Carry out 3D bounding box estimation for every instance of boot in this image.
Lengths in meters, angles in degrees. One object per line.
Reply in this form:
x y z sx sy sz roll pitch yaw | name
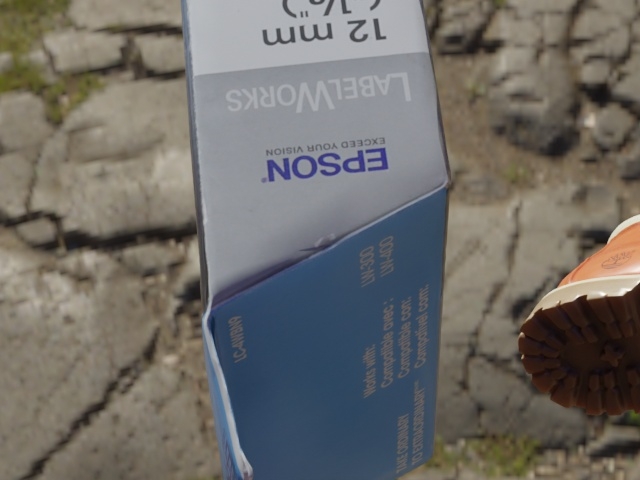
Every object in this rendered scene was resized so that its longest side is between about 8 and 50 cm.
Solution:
0.152 0.014 0.583 0.158 0.059 0.084 -3 26 35 | boot

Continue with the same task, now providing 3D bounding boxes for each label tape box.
0.000 0.000 0.816 0.115 0.249 0.348 -7 57 -3 | label tape box
